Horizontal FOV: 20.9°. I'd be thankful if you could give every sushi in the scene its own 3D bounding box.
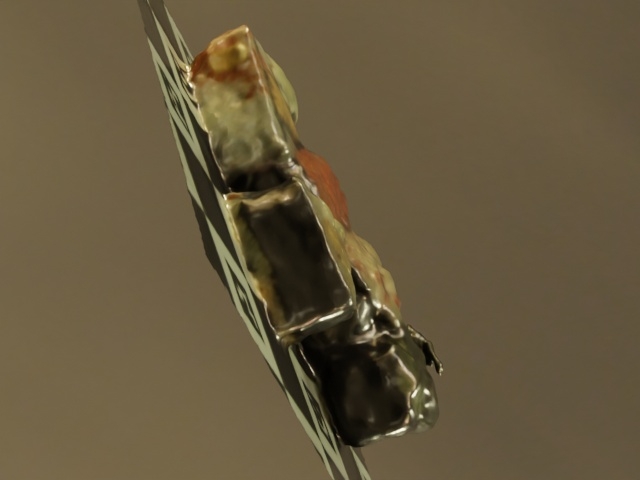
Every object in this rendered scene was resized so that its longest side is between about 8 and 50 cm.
[{"bbox_3d":[0.000,0.000,0.946,0.068,0.320,0.339,-23,-140,3],"label":"sushi"}]
